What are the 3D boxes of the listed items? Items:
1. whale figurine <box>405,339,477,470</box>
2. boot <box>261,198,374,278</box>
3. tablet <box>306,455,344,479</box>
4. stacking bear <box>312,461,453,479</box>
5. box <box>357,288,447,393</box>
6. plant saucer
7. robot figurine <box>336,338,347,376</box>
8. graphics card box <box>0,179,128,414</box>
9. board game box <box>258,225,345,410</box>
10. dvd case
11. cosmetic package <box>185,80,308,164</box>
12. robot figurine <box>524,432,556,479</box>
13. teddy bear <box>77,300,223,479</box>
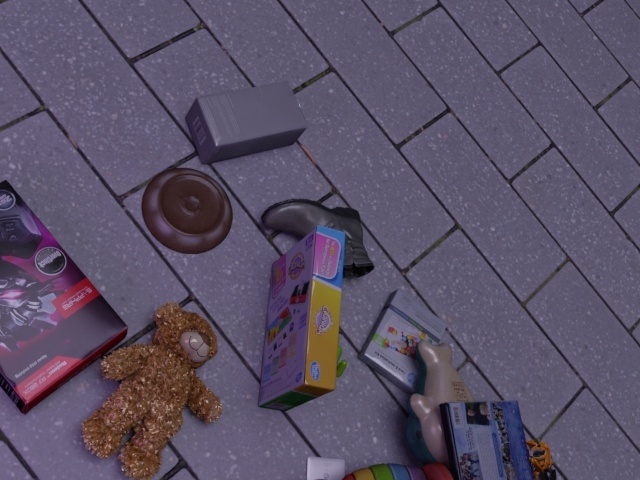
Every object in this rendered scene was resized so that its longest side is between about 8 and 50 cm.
[{"bbox_3d":[0.246,0.353,1.724,0.216,0.141,0.272,11,59,-42],"label":"whale figurine"},{"bbox_3d":[0.000,0.000,1.764,0.246,0.083,0.161,5,53,-25],"label":"boot"},{"bbox_3d":[0.011,0.469,1.645,0.083,0.006,0.054,11,66,-20],"label":"tablet"},{"bbox_3d":[0.094,0.516,1.574,0.289,0.164,0.175,1,100,-10],"label":"stacking bear"},{"bbox_3d":[0.185,0.223,1.806,0.145,0.038,0.186,37,60,-7],"label":"box"},{"bbox_3d":[-0.276,-0.070,1.714,0.199,0.036,0.198,9,67,-22],"label":"plant saucer"},{"bbox_3d":[0.003,0.249,1.694,0.101,0.067,0.115,26,61,-2],"label":"robot figurine"},{"bbox_3d":[-0.559,0.098,1.482,0.233,0.094,0.371,-38,88,-31],"label":"graphics card box"},{"bbox_3d":[-0.039,0.159,1.610,0.064,0.242,0.316,14,65,-21],"label":"board game box"},{"bbox_3d":[0.344,0.420,1.661,0.253,0.022,0.180,9,66,-43],"label":"dvd case"},{"bbox_3d":[-0.163,-0.264,1.808,0.238,0.107,0.127,-14,76,-31],"label":"cosmetic package"},{"bbox_3d":[0.433,0.551,1.759,0.211,0.085,0.291,18,64,-17],"label":"robot figurine"},{"bbox_3d":[-0.300,0.278,1.519,0.245,0.113,0.338,50,59,-2],"label":"teddy bear"}]
